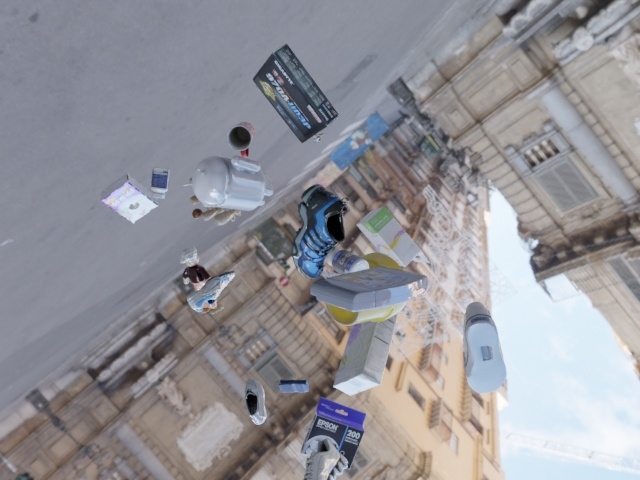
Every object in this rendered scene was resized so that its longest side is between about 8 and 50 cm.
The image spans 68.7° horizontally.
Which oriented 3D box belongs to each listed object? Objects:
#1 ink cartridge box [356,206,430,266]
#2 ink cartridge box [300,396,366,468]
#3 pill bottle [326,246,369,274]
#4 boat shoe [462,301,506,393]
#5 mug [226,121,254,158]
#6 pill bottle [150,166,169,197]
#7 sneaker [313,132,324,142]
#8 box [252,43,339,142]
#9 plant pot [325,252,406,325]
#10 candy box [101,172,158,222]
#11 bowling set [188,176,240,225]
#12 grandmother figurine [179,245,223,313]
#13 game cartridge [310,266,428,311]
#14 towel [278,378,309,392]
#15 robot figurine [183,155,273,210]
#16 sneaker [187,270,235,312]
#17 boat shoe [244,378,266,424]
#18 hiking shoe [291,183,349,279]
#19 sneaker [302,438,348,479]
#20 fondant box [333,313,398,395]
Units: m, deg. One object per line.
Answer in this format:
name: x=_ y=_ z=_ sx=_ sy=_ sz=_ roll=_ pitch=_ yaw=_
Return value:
ink cartridge box: x=0.352 y=0.013 z=2.290 sx=0.119 sy=0.353 sz=0.207 roll=-42 pitch=-174 yaw=-9
ink cartridge box: x=0.056 y=0.721 z=1.753 sx=0.209 sy=0.206 sz=0.045 roll=-68 pitch=-166 yaw=-8
pill bottle: x=0.083 y=0.074 z=1.487 sx=0.078 sy=0.078 sz=0.137 roll=-41 pitch=-142 yaw=-17
boat shoe: x=0.534 y=0.349 z=1.578 sx=0.135 sy=0.367 sz=0.157 roll=-12 pitch=-146 yaw=14
mug: x=-0.362 y=-0.465 z=2.135 sx=0.169 sy=0.113 sz=0.151 roll=-89 pitch=-161 yaw=-67
pill bottle: x=-0.644 y=-0.232 z=1.879 sx=0.067 sy=0.066 sz=0.120 roll=-72 pitch=170 yaw=-84
sneaker: x=-0.004 y=-0.465 z=2.124 sx=0.031 sy=0.037 sz=0.083 roll=-16 pitch=-169 yaw=-21
box: x=-0.068 y=-0.376 z=1.228 sx=0.051 sy=0.220 sz=0.175 roll=-44 pitch=-165 yaw=-21
plant pot: x=0.151 y=0.192 z=1.706 sx=0.238 sy=0.254 sz=0.254 roll=-17 pitch=166 yaw=-44
candy box: x=-0.894 y=-0.195 z=2.202 sx=0.164 sy=0.196 sz=0.070 roll=-33 pitch=-133 yaw=10
bowling set: x=-0.546 y=-0.193 z=2.299 sx=0.199 sy=0.287 sz=0.154 roll=-21 pitch=-168 yaw=48
grandmother figurine: x=-0.588 y=0.187 z=2.260 sx=0.207 sy=0.343 sz=0.104 roll=-4 pitch=-155 yaw=24
game cartridge: x=0.146 y=0.126 z=1.273 sx=0.297 sy=0.062 sz=0.198 roll=-8 pitch=-172 yaw=-39
towel: x=-0.109 y=0.604 z=1.945 sx=0.119 sy=0.067 sz=0.029 roll=-5 pitch=-143 yaw=9
robot figurine: x=-0.366 y=-0.228 z=1.898 sx=0.353 sy=0.200 sz=0.300 roll=5 pitch=140 yaw=-43
sneaker: x=-0.421 y=0.196 z=1.842 sx=0.085 sy=0.086 sz=0.237 roll=-17 pitch=-164 yaw=43
boat shoe: x=-0.230 y=0.535 z=1.590 sx=0.066 sy=0.063 sz=0.184 roll=-23 pitch=-145 yaw=4
hiking shoe: x=0.000 y=0.000 z=1.305 sx=0.113 sy=0.132 sz=0.304 roll=-31 pitch=138 yaw=-39
sneaker: x=-0.017 y=0.747 z=1.476 sx=0.110 sy=0.118 sz=0.292 roll=-27 pitch=-178 yaw=26
fondant box: x=0.188 y=0.450 z=1.937 sx=0.238 sy=0.096 sz=0.331 roll=-45 pitch=-163 yaw=51
